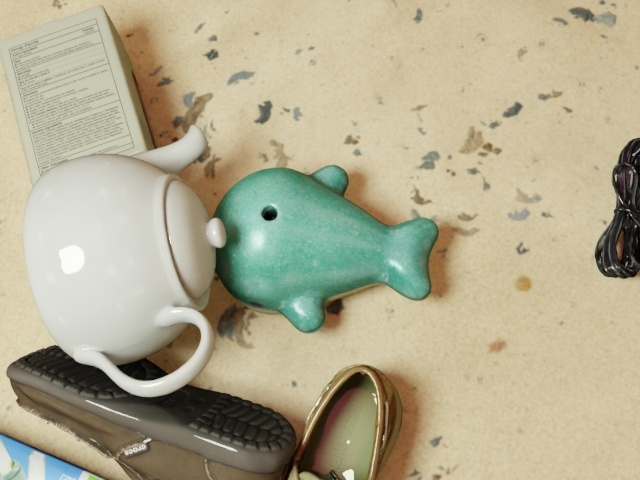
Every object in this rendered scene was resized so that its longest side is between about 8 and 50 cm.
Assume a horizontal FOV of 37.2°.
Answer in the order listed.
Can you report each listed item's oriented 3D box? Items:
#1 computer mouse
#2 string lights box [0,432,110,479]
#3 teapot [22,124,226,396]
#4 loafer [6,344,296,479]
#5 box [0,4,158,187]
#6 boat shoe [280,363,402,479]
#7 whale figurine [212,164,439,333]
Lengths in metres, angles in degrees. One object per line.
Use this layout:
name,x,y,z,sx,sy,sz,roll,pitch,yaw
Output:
computer mouse,0.477,-0.016,1.120,0.272,0.072,0.188,10,72,23
string lights box,-0.369,0.293,1.084,0.259,0.077,0.133,19,73,13
teapot,-0.194,0.016,1.047,0.187,0.252,0.256,-11,99,9
loafer,-0.206,0.218,1.062,0.366,0.134,0.130,17,108,25
box,-0.304,-0.158,1.229,0.148,0.127,0.232,-20,67,-1
boat shoe,0.001,0.281,1.023,0.122,0.120,0.324,12,70,11
whale figurine,0.000,0.000,1.122,0.272,0.141,0.216,8,69,12
